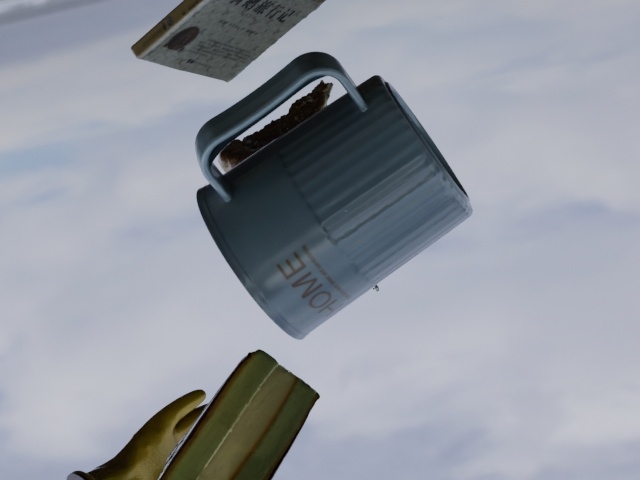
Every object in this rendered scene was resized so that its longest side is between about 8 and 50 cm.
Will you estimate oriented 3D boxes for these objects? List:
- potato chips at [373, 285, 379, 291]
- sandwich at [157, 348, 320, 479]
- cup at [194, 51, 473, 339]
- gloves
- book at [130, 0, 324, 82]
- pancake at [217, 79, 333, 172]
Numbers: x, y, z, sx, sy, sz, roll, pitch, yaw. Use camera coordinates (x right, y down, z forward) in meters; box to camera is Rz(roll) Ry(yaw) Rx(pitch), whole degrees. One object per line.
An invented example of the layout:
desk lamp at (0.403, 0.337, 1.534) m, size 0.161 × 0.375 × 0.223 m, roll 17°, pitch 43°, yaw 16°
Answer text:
potato chips at (-0.002, 0.007, 2.094) m, size 0.228 × 0.059 × 0.167 m, roll 20°, pitch -151°, yaw -9°
sandwich at (-0.092, 0.239, 1.575) m, size 0.187 × 0.117 × 0.144 m, roll -52°, pitch -174°, yaw 1°
cup at (0.006, -0.080, 1.846) m, size 0.311 × 0.331 × 0.257 m, roll -34°, pitch -174°, yaw 9°
gloves at (-0.244, 0.341, 2.050) m, size 0.116 × 0.133 × 0.294 m, roll 21°, pitch -141°, yaw 41°
book at (-0.044, -0.288, 1.459) m, size 0.310 × 0.021 × 0.217 m, roll -37°, pitch 165°, yaw 18°
pancake at (-0.078, -0.210, 2.410) m, size 0.244 × 0.057 × 0.266 m, roll -51°, pitch -153°, yaw -7°
